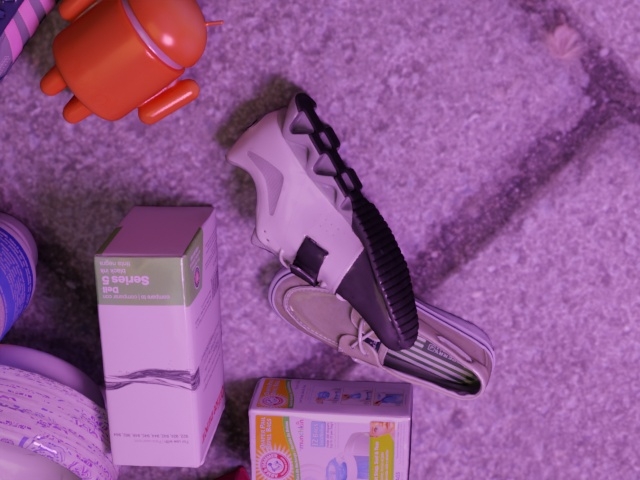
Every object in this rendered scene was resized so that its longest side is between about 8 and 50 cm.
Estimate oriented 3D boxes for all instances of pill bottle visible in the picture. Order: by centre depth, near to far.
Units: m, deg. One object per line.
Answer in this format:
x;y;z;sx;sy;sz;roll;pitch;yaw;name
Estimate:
-0.431;0.058;1.690;0.152;0.272;0.152;2;108;6;pill bottle

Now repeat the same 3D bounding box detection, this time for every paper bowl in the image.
-0.384;0.236;1.774;0.284;0.148;0.284;8;147;6;paper bowl

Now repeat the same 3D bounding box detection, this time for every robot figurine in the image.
-0.223;-0.225;1.650;0.219;0.128;0.158;-34;67;16;robot figurine

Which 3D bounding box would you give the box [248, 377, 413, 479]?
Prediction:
0.014;0.249;1.796;0.203;0.103;0.114;3;108;5;box

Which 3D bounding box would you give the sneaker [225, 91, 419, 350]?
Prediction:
0.000;0.000;1.697;0.146;0.122;0.331;-30;84;18;sneaker

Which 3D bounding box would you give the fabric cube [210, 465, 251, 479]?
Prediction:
-0.171;0.493;1.819;0.259;0.258;0.254;-24;104;13;fabric cube

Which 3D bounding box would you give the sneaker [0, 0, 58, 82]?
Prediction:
-0.377;-0.277;1.645;0.112;0.131;0.319;30;109;-4;sneaker

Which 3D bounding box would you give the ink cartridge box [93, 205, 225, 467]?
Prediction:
-0.191;0.115;1.722;0.114;0.198;0.273;0;108;6;ink cartridge box

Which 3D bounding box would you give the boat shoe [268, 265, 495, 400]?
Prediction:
0.078;0.109;1.746;0.302;0.094;0.109;19;110;-1;boat shoe
